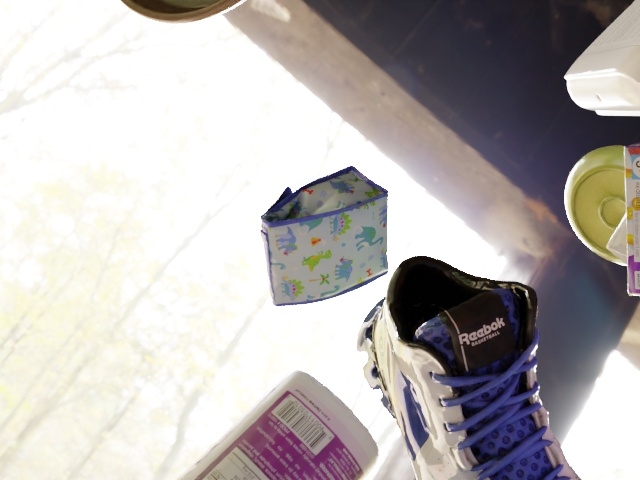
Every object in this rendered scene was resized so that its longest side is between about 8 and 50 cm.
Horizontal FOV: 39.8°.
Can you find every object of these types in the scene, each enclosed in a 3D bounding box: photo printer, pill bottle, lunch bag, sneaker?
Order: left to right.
[{"bbox_3d":[-0.082,0.319,1.100,0.169,0.301,0.169,42,-18,17],"label":"pill bottle"},{"bbox_3d":[0.000,0.000,1.048,0.096,0.151,0.129,37,-37,44],"label":"lunch bag"},{"bbox_3d":[0.118,0.136,0.659,0.182,0.127,0.315,87,-22,-59],"label":"sneaker"},{"bbox_3d":[0.513,-0.296,1.298,0.107,0.256,0.307,44,4,-7],"label":"photo printer"}]

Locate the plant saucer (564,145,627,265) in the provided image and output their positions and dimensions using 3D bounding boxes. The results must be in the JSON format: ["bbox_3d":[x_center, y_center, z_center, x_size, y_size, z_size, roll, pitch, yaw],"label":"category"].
[{"bbox_3d":[0.554,-0.056,1.637,0.241,0.037,0.241,24,-52,35],"label":"plant saucer"}]

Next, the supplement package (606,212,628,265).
[{"bbox_3d":[0.545,-0.014,1.195,0.149,0.194,0.203,29,1,-37],"label":"supplement package"}]

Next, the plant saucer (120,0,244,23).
[{"bbox_3d":[-0.113,-0.347,0.883,0.278,0.278,0.041,21,4,30],"label":"plant saucer"}]

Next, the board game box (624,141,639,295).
[{"bbox_3d":[0.428,-0.025,0.776,0.275,0.144,0.142,2,-78,36],"label":"board game box"}]
